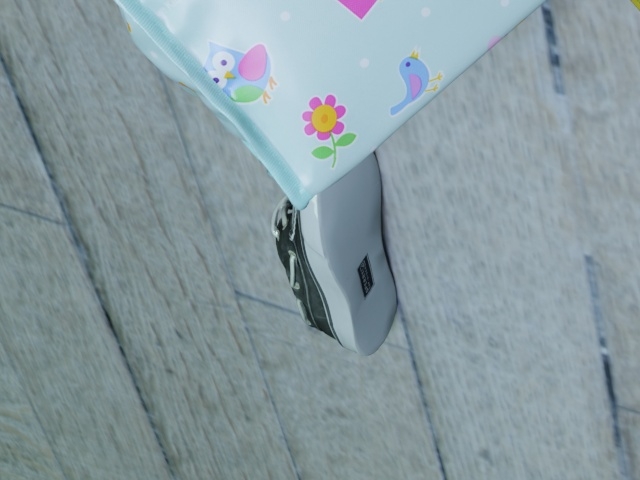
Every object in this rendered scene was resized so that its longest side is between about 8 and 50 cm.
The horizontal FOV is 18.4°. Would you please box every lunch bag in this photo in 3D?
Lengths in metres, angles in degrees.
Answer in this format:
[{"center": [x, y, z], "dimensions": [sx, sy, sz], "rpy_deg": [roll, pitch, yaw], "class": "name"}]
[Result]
[{"center": [-0.022, -0.187, 1.012], "dimensions": [0.262, 0.223, 0.160], "rpy_deg": [50, -179, -20], "class": "lunch bag"}]

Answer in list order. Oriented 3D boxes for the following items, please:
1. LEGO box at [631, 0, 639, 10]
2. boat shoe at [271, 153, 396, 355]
[{"center": [0.143, -0.210, 0.593], "dimensions": [0.372, 0.193, 0.500], "rpy_deg": [56, -173, -29], "class": "LEGO box"}, {"center": [0.000, 0.000, 1.384], "dimensions": [0.070, 0.078, 0.219], "rpy_deg": [21, 146, 25], "class": "boat shoe"}]
